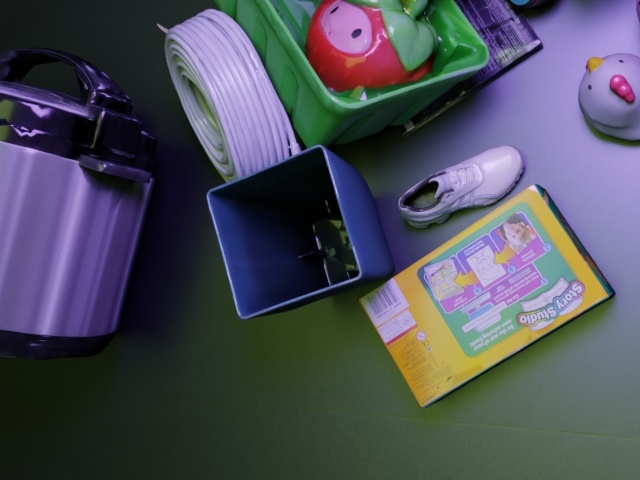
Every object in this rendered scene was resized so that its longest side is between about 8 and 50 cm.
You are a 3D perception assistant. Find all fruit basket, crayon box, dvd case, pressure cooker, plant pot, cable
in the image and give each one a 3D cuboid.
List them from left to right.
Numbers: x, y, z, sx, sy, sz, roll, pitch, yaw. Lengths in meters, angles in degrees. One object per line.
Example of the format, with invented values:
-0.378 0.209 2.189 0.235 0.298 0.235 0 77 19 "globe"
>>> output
-0.435 -0.071 1.210 0.370 0.375 0.420 15 92 -7 "pressure cooker"
-0.129 -0.185 1.150 0.089 0.257 0.257 -27 112 -15 "cable"
0.000 0.000 1.082 0.166 0.234 0.165 -21 78 21 "plant pot"
0.051 -0.342 1.011 0.392 0.283 0.392 39 140 42 "fruit basket"
0.167 -0.269 1.146 0.221 0.018 0.164 -33 74 18 "dvd case"
0.209 0.074 1.070 0.278 0.081 0.165 -35 74 17 "crayon box"

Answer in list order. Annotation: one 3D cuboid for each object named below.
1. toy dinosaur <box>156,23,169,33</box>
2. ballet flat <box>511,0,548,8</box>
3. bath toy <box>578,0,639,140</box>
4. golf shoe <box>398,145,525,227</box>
-0.158 -0.312 1.282 0.183 0.053 0.092 -11 66 15 "toy dinosaur"
0.222 -0.423 1.097 0.280 0.096 0.095 56 149 7 "ballet flat"
0.438 -0.270 0.970 0.348 0.129 0.151 -46 71 15 "bath toy"
0.182 -0.071 1.090 0.176 0.086 0.069 -30 73 17 "golf shoe"
